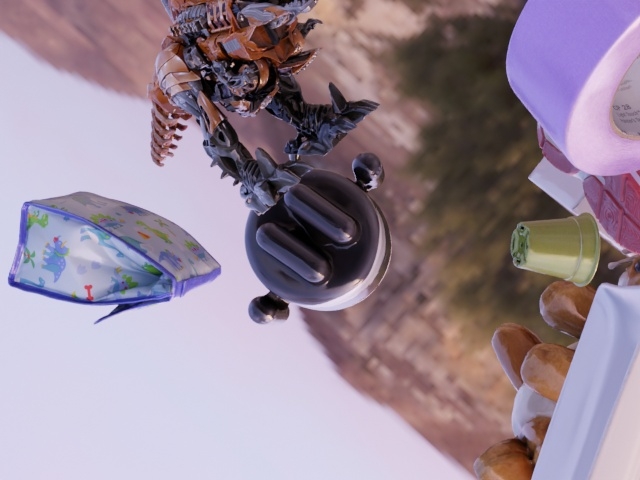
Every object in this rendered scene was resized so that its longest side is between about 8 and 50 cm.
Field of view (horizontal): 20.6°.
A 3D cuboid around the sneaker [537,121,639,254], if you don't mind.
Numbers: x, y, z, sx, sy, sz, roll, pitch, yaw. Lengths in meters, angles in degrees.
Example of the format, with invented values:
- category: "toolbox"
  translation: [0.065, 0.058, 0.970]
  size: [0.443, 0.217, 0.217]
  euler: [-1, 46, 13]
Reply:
- category: "sneaker"
  translation: [0.303, -0.076, 1.631]
  size: [0.221, 0.128, 0.087]
  euler: [-121, 24, -44]

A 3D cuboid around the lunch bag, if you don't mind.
- category: "lunch bag"
  translation: [-0.174, 0.018, 1.525]
  size: [0.151, 0.096, 0.129]
  euler: [13, -169, 13]

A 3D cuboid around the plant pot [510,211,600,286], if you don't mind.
- category: "plant pot"
  translation: [0.255, 0.008, 1.945]
  size: [0.079, 0.083, 0.083]
  euler: [4, -161, -16]

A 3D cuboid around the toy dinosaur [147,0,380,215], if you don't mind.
- category: "toy dinosaur"
  translation: [-0.075, -0.152, 1.641]
  size: [0.218, 0.164, 0.322]
  euler: [47, 164, -3]

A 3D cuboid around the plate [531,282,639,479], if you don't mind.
- category: "plate"
  translation: [0.209, 0.170, 1.365]
  size: [0.045, 0.277, 0.278]
  euler: [18, 179, 1]

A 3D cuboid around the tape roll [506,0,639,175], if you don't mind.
- category: "tape roll"
  translation: [0.290, -0.179, 1.442]
  size: [0.090, 0.275, 0.275]
  euler: [55, -168, 28]

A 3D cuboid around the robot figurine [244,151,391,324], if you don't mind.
- category: "robot figurine"
  translation: [-0.003, 0.000, 2.199]
  size: [0.278, 0.209, 0.173]
  euler: [31, -137, -81]

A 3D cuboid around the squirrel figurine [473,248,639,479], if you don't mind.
- category: "squirrel figurine"
  translation: [0.428, 0.180, 2.097]
  size: [0.397, 0.370, 0.281]
  euler: [36, -145, -6]

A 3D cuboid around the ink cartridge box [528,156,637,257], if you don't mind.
- category: "ink cartridge box"
  translation: [0.455, -0.025, 2.360]
  size: [0.307, 0.129, 0.223]
  euler: [36, -174, -15]
